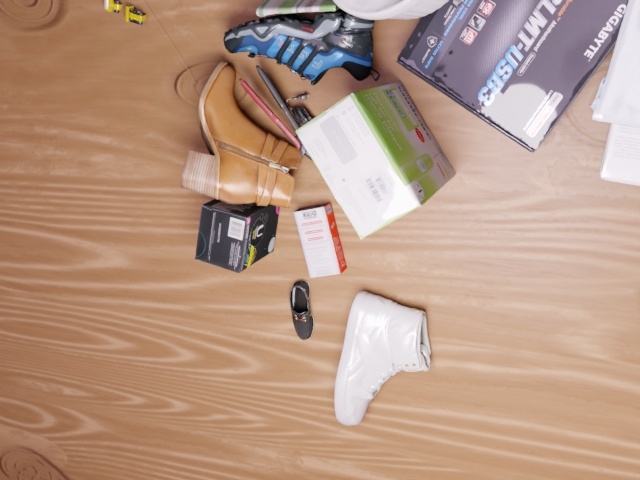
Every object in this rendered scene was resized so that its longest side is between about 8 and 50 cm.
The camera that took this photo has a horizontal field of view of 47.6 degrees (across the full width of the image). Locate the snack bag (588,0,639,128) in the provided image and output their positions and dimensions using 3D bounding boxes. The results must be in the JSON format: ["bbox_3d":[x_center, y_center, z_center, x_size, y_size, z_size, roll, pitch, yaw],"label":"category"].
[{"bbox_3d":[0.611,-0.300,1.066,0.343,0.037,0.322,16,107,16],"label":"snack bag"}]

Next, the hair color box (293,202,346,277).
[{"bbox_3d":[0.000,0.000,1.462,0.072,0.043,0.141,-8,102,24],"label":"hair color box"}]

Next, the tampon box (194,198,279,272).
[{"bbox_3d":[-0.162,-0.023,1.455,0.102,0.161,0.120,17,112,17],"label":"tampon box"}]

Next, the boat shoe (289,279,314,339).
[{"bbox_3d":[-0.042,0.150,1.523,0.049,0.042,0.132,3,107,19],"label":"boat shoe"}]

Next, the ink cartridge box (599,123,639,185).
[{"bbox_3d":[0.621,-0.201,1.141,0.297,0.066,0.261,12,105,18],"label":"ink cartridge box"}]

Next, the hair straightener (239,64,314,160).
[{"bbox_3d":[-0.052,-0.248,1.396,0.089,0.047,0.230,-40,90,3],"label":"hair straightener"}]

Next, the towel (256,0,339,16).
[{"bbox_3d":[-0.029,-0.434,1.319,0.152,0.113,0.023,4,131,19],"label":"towel"}]

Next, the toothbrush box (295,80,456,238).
[{"bbox_3d":[0.106,-0.148,1.244,0.122,0.283,0.206,-30,92,25],"label":"toothbrush box"}]

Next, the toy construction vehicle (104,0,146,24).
[{"bbox_3d":[-0.398,-0.498,1.493,0.098,0.035,0.085,20,122,19],"label":"toy construction vehicle"}]

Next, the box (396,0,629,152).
[{"bbox_3d":[0.327,-0.349,1.218,0.293,0.073,0.295,38,115,10],"label":"box"}]

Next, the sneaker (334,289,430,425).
[{"bbox_3d":[0.129,0.260,1.448,0.169,0.108,0.292,15,108,21],"label":"sneaker"}]

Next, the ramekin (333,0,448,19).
[{"bbox_3d":[0.133,-0.488,1.185,0.273,0.127,0.272,0,90,41],"label":"ramekin"}]

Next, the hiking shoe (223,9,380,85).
[{"bbox_3d":[-0.045,-0.350,1.344,0.304,0.113,0.132,4,113,25],"label":"hiking shoe"}]

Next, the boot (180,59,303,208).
[{"bbox_3d":[-0.136,-0.204,1.420,0.220,0.109,0.283,11,70,-4],"label":"boot"}]
